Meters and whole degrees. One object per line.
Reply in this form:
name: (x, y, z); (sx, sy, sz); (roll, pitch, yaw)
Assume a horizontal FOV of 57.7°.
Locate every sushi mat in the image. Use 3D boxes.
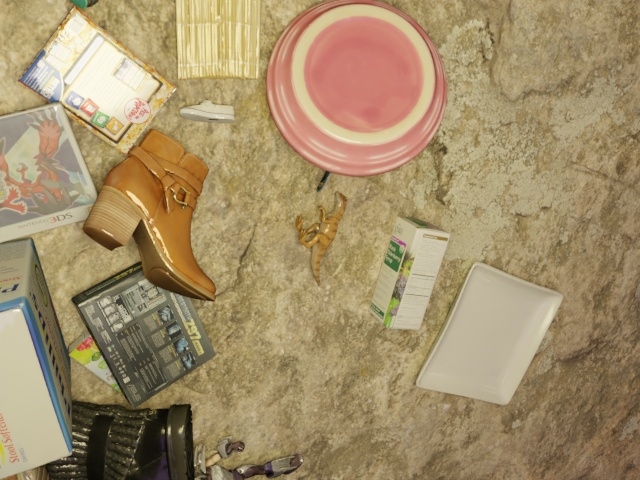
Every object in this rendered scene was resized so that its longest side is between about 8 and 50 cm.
sushi mat: (-0.171, -0.435, 0.985); (0.152, 0.019, 0.316); (-5, 110, -22)

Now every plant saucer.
plant saucer: (0.070, -0.282, 1.032); (0.333, 0.084, 0.331); (1, 85, -7)

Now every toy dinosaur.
toy dinosaur: (0.000, 0.000, 1.202); (0.112, 0.064, 0.211); (16, 102, -30)

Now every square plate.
square plate: (0.435, 0.247, 1.505); (0.344, 0.049, 0.347); (19, 100, -30)

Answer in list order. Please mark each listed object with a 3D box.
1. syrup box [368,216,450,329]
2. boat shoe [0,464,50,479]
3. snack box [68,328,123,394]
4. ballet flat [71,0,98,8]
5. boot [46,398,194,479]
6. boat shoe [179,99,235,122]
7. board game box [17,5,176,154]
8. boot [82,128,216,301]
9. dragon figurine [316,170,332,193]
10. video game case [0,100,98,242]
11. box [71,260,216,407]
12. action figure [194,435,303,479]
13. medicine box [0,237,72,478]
syrup box: (0.197, 0.074, 1.303); (0.096, 0.093, 0.236); (8, 105, -27)
boat shoe: (-0.558, 0.535, 1.120); (0.117, 0.123, 0.324); (-8, 112, -8)
snack box: (-0.392, 0.217, 1.114); (0.100, 0.037, 0.141); (-42, 121, -6)
ballet flat: (-0.407, -0.435, 0.854); (0.203, 0.074, 0.074); (41, 89, -25)
boot: (-0.376, 0.470, 1.105); (0.260, 0.131, 0.347); (-1, 91, -5)
boat shoe: (-0.203, -0.234, 1.041); (0.100, 0.035, 0.035); (1, 81, -21)
board game box: (-0.360, -0.256, 0.949); (0.193, 0.045, 0.146); (38, 91, -31)
boot: (-0.255, -0.037, 1.027); (0.283, 0.109, 0.220); (41, 57, -30)
dragon figurine: (0.052, -0.230, 1.126); (0.289, 0.085, 0.144); (-43, 119, -10)
video game case: (-0.474, -0.106, 0.938); (0.184, 0.023, 0.201); (-17, 121, -10)
box: (-0.322, 0.164, 1.083); (0.183, 0.059, 0.232); (-31, 115, -27)
action figure: (-0.174, 0.527, 1.278); (0.285, 0.099, 0.185); (15, 61, -39)
medicine box: (-0.495, 0.171, 0.903); (0.149, 0.289, 0.263); (-14, 114, -20)
